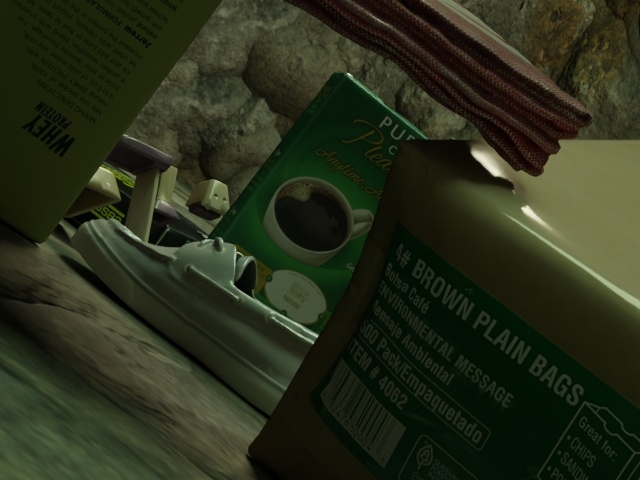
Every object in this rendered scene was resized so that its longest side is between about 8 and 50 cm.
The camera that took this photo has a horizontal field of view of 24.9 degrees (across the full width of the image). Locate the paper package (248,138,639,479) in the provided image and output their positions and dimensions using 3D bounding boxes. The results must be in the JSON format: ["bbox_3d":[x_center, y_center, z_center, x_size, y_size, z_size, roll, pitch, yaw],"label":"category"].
[{"bbox_3d":[0.191,0.101,0.647,0.325,0.168,0.309,38,22,28],"label":"paper package"}]

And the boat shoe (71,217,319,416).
[{"bbox_3d":[-0.057,0.034,0.810,0.184,0.063,0.066,36,1,23],"label":"boat shoe"}]

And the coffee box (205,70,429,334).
[{"bbox_3d":[0.000,0.000,0.899,0.113,0.184,0.040,36,1,-14],"label":"coffee box"}]

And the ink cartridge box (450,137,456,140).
[{"bbox_3d":[0.234,0.018,1.314,0.165,0.065,0.332,36,2,-33],"label":"ink cartridge box"}]

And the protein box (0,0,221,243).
[{"bbox_3d":[-0.188,-0.146,0.797,0.200,0.201,0.136,36,1,-33],"label":"protein box"}]

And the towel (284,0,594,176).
[{"bbox_3d":[-0.034,-0.155,0.658,0.237,0.037,0.329,30,14,-28],"label":"towel"}]

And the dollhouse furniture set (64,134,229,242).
[{"bbox_3d":[-0.130,-0.002,0.919,0.091,0.081,0.114,25,-26,-37],"label":"dollhouse furniture set"}]

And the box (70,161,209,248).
[{"bbox_3d":[-0.161,-0.031,1.097,0.184,0.045,0.190,34,0,17],"label":"box"}]
